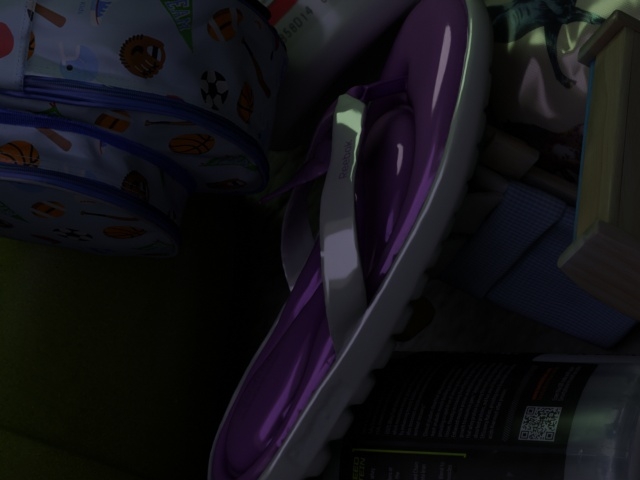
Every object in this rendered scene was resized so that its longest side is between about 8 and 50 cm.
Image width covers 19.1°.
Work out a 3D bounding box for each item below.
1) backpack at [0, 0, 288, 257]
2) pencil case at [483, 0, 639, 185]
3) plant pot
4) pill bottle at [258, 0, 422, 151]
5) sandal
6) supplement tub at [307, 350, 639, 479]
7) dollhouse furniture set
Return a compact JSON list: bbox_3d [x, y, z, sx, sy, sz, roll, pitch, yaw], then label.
[{"bbox_3d":[-0.159,-0.101,1.314,0.263,0.276,0.213,-2,81,16],"label":"backpack"},{"bbox_3d":[0.299,-0.179,1.348,0.410,0.160,0.183,-24,82,28],"label":"pencil case"},{"bbox_3d":[-0.221,0.062,1.555,0.367,0.366,0.353,12,79,33],"label":"plant pot"},{"bbox_3d":[-0.088,-0.287,1.501,0.229,0.229,0.407,-44,83,20],"label":"pill bottle"},{"bbox_3d":[0.006,0.001,1.325,0.169,0.102,0.416,16,84,66],"label":"sandal"},{"bbox_3d":[0.119,0.177,1.390,0.316,0.194,0.193,0,83,32],"label":"supplement tub"},{"bbox_3d":[0.212,0.046,1.313,0.303,0.286,0.198,-50,21,47],"label":"dollhouse furniture set"}]
